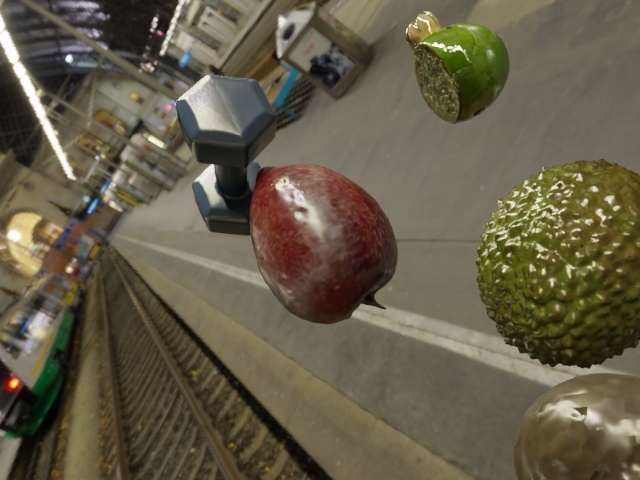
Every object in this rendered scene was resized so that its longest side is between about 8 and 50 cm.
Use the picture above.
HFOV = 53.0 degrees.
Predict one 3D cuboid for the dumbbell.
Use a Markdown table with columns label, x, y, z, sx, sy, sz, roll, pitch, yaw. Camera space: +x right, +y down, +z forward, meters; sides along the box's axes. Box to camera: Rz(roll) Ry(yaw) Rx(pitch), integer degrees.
| label | x | y | z | sx | sy | sz | roll | pitch | yaw |
| --- | --- | --- | --- | --- | --- | --- | --- | --- | --- |
| dumbbell | -0.157 | -0.137 | 1.122 | 0.325 | 0.159 | 0.144 | 101 | 177 | -64 |

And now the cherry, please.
| label | x | y | z | sx | sy | sz | roll | pitch | yaw |
| --- | --- | --- | --- | --- | --- | --- | --- | --- | --- |
| cherry | 0.000 | 0.000 | 1.006 | 0.230 | 0.300 | 0.203 | -33 | -5 | -47 |

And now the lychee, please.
| label | x | y | z | sx | sy | sz | roll | pitch | yaw |
| --- | --- | --- | --- | --- | --- | --- | --- | --- | --- |
| lychee | 0.345 | 0.024 | 0.862 | 0.270 | 0.270 | 0.320 | -44 | 15 | 39 |

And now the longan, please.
| label | x | y | z | sx | sy | sz | roll | pitch | yaw |
| --- | --- | --- | --- | --- | --- | --- | --- | --- | --- |
| longan | 0.589 | 0.461 | 1.291 | 0.391 | 0.391 | 0.391 | -50 | 19 | 24 |

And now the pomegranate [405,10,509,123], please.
| label | x | y | z | sx | sy | sz | roll | pitch | yaw |
| --- | --- | --- | --- | --- | --- | --- | --- | --- | --- |
| pomegranate | 0.279 | -0.356 | 1.299 | 0.159 | 0.190 | 0.241 | -30 | 38 | -9 |
